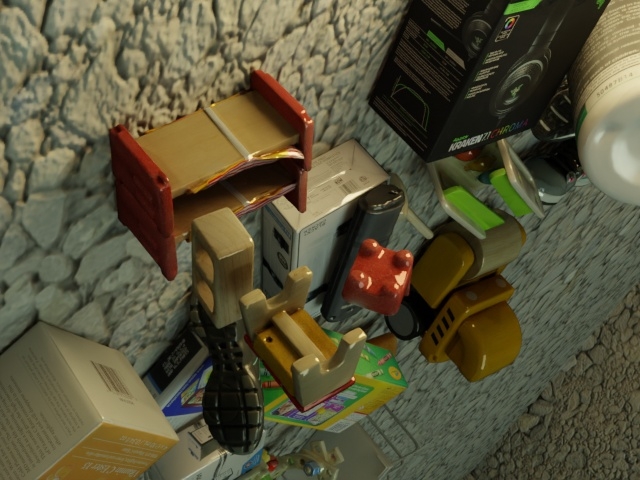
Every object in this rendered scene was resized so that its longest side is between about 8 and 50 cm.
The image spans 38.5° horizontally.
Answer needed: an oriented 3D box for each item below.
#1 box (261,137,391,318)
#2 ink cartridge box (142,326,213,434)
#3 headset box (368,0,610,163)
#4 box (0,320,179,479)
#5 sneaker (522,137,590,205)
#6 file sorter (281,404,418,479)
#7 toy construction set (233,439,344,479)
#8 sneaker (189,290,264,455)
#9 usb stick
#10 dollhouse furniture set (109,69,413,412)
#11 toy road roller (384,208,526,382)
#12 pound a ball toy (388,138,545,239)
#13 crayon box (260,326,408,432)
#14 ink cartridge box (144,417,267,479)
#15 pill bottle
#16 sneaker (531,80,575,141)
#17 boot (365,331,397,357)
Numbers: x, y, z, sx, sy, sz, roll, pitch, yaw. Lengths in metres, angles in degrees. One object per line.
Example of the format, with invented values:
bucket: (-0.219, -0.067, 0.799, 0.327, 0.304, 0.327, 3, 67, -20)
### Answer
box: (0.000, 0.000, 1.362, 0.169, 0.087, 0.290, -31, 153, -20)
ink cartridge box: (-0.203, 0.267, 1.547, 0.303, 0.072, 0.307, -49, 156, 16)
headset box: (0.231, -0.269, 1.192, 0.246, 0.131, 0.283, -20, 148, -38)
box: (-0.397, 0.297, 1.195, 0.345, 0.168, 0.215, -41, 155, 2)
sneaker: (0.495, -0.171, 1.730, 0.295, 0.124, 0.178, -24, 156, -48)
file sorter: (0.079, 0.542, 2.248, 0.173, 0.193, 0.277, -9, 141, -52)
toy construction set: (-0.116, 0.495, 1.964, 0.328, 0.151, 0.215, 5, 130, -43)
sneaker: (-0.117, 0.180, 1.347, 0.101, 0.267, 0.106, -4, -174, 23)
usb stick: (0.057, 0.025, 1.324, 0.077, 0.045, 0.278, -26, 152, -32)
dollhouse furniture set: (-0.049, 0.004, 0.967, 0.201, 0.374, 0.152, -26, 147, -25)
toy road roller: (0.307, 0.123, 1.815, 0.202, 0.240, 0.329, -18, 147, -40)
pound a ball toy: (0.232, -0.095, 1.524, 0.208, 0.136, 0.319, -21, 161, 19)
crayon box: (0.007, 0.239, 1.543, 0.165, 0.081, 0.278, -37, 148, 19)
ink cartridge box: (-0.195, 0.366, 1.545, 0.191, 0.082, 0.139, -28, 152, -27)
pill bottle: (0.449, -0.233, 1.279, 0.204, 0.361, 0.204, 4, 132, 5)
sneaker: (0.486, -0.246, 1.635, 0.271, 0.100, 0.108, -33, 159, -17)
boot: (0.063, 0.232, 1.814, 0.211, 0.104, 0.295, -27, 162, -20)
